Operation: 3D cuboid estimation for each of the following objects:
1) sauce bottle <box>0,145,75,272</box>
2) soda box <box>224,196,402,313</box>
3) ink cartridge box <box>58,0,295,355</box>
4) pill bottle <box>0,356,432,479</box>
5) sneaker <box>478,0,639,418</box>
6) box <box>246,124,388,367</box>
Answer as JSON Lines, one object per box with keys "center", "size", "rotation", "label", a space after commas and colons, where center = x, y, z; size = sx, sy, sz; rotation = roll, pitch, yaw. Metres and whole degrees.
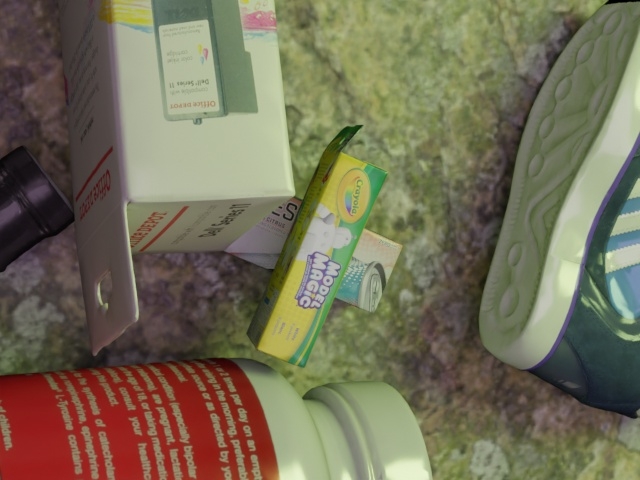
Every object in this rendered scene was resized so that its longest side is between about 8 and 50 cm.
{"center": [-0.337, 0.058, 1.243], "size": [0.344, 0.111, 0.111], "rotation": [-36, 103, -8], "label": "sauce bottle"}
{"center": [-0.032, -0.006, 1.326], "size": [0.183, 0.058, 0.063], "rotation": [23, 91, -13], "label": "soda box"}
{"center": [-0.107, -0.108, 1.175], "size": [0.119, 0.207, 0.353], "rotation": [-3, 81, -17], "label": "ink cartridge box"}
{"center": [-0.136, 0.204, 1.227], "size": [0.407, 0.229, 0.229], "rotation": [-3, 97, -22], "label": "pill bottle"}
{"center": [0.280, -0.015, 1.369], "size": [0.236, 0.130, 0.323], "rotation": [20, 87, -24], "label": "sneaker"}
{"center": [0.000, 0.000, 1.249], "size": [0.043, 0.105, 0.179], "rotation": [21, 91, -8], "label": "box"}
